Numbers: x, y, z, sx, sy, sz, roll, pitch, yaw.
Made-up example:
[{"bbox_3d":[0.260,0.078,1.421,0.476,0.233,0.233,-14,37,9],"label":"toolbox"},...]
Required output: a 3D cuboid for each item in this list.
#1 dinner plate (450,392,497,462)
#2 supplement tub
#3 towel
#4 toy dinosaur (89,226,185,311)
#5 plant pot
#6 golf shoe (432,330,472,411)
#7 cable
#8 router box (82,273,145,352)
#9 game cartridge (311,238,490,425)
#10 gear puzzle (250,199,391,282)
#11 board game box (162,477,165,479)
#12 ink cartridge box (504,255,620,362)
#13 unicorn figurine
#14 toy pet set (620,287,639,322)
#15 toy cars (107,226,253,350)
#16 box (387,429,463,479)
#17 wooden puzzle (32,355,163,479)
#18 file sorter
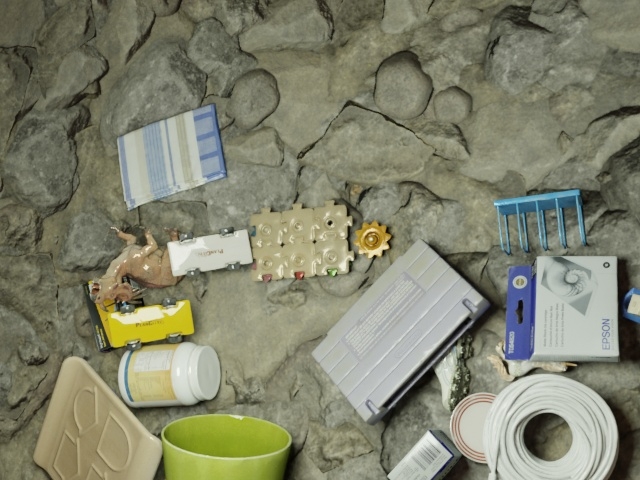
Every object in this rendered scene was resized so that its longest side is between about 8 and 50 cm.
[{"bbox_3d":[0.336,0.383,1.813,0.141,0.017,0.141,-1,78,5],"label":"dinner plate"},{"bbox_3d":[-0.344,0.308,2.024,0.199,0.144,0.144,-6,76,18],"label":"supplement tub"},{"bbox_3d":[-0.374,-0.208,2.210,0.285,0.034,0.209,-17,71,14],"label":"towel"},{"bbox_3d":[-0.403,0.070,2.095,0.295,0.127,0.200,3,87,-23],"label":"toy dinosaur"},{"bbox_3d":[-0.207,0.553,1.880,0.274,0.275,0.294,7,97,21],"label":"plant pot"},{"bbox_3d":[0.267,0.271,1.861,0.086,0.069,0.176,-2,71,37],"label":"golf shoe"},{"bbox_3d":[0.448,0.390,1.731,0.257,0.089,0.257,-3,83,11],"label":"cable"},{"bbox_3d":[-0.498,0.169,2.164,0.133,0.046,0.179,-24,72,14],"label":"router box"},{"bbox_3d":[0.163,0.189,1.880,0.355,0.068,0.230,-47,46,5],"label":"game cartridge"},{"bbox_3d":[0.000,0.000,2.022,0.338,0.044,0.176,-6,80,19],"label":"gear puzzle"},{"bbox_3d":[-0.365,0.628,2.015,0.092,0.043,0.181,43,94,24],"label":"board game box"},{"bbox_3d":[0.483,0.135,1.777,0.223,0.045,0.223,-3,60,20],"label":"ink cartridge box"},{"bbox_3d":[0.432,0.236,1.806,0.162,0.060,0.111,-34,75,26],"label":"unicorn figurine"},{"bbox_3d":[0.655,0.150,1.750,0.114,0.065,0.122,20,88,-12],"label":"toy pet set"},{"bbox_3d":[-0.322,0.106,2.037,0.176,0.087,0.394,41,84,-9],"label":"toy cars"},{"bbox_3d":[0.215,0.454,1.788,0.072,0.137,0.126,43,95,21],"label":"box"},{"bbox_3d":[-0.501,0.482,2.025,0.347,0.080,0.322,34,113,31],"label":"wooden puzzle"},{"bbox_3d":[0.454,-0.033,1.820,0.170,0.118,0.105,-7,79,19],"label":"file sorter"}]
